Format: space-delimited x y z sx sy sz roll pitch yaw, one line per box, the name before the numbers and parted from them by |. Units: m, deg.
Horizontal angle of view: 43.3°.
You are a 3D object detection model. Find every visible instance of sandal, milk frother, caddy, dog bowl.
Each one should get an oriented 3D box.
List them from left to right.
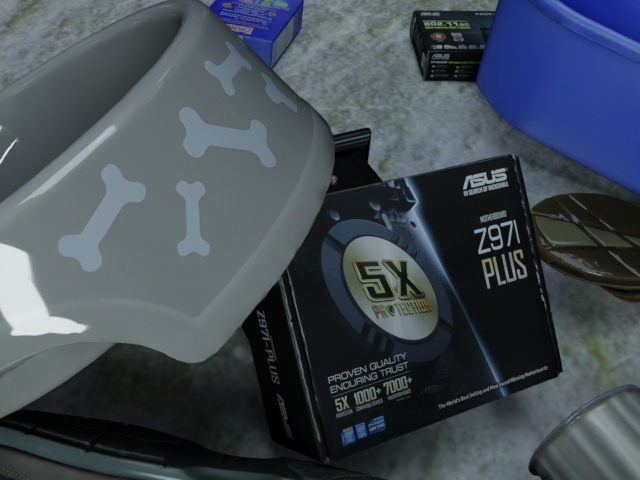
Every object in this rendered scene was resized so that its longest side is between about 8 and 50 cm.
dog bowl | -0.166 -0.010 0.458 0.348 0.102 0.349 -26 28 15
sandal | 0.254 0.012 0.638 0.219 0.060 0.090 0 47 -26
milk frother | 0.170 0.145 0.417 0.129 0.143 0.135 -24 51 -18
caddy | 0.312 -0.183 0.731 0.341 0.179 0.241 30 49 12

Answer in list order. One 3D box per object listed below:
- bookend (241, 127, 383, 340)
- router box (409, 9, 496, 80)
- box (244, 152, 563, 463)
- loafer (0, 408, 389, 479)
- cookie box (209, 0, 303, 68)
bookend | 0.000 0.000 0.612 0.156 0.072 0.157 -15 46 -20
router box | 0.165 -0.214 0.883 0.122 0.038 0.092 -1 43 -6
box | 0.047 0.036 0.506 0.180 0.147 0.077 -13 2 -25
loafer | -0.078 0.151 0.433 0.267 0.096 0.084 10 83 7
cookie box | -0.078 -0.234 0.882 0.091 0.040 0.107 15 43 11
